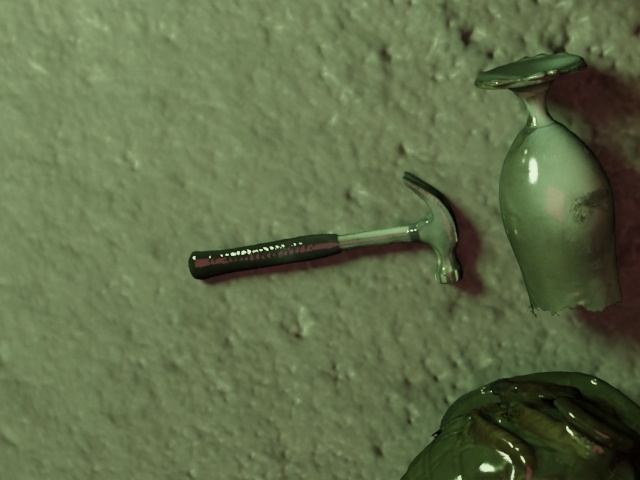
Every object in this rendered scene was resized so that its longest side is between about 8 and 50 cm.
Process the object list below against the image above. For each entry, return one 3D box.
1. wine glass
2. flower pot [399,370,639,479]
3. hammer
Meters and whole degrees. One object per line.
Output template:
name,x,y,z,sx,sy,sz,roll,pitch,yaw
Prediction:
wine glass,0.200,-0.046,1.621,0.103,0.103,0.222,-12,105,10
flower pot,0.205,0.253,1.634,0.302,0.213,0.302,5,110,15
hammer,0.000,0.000,1.697,0.246,0.029,0.103,-7,106,10
